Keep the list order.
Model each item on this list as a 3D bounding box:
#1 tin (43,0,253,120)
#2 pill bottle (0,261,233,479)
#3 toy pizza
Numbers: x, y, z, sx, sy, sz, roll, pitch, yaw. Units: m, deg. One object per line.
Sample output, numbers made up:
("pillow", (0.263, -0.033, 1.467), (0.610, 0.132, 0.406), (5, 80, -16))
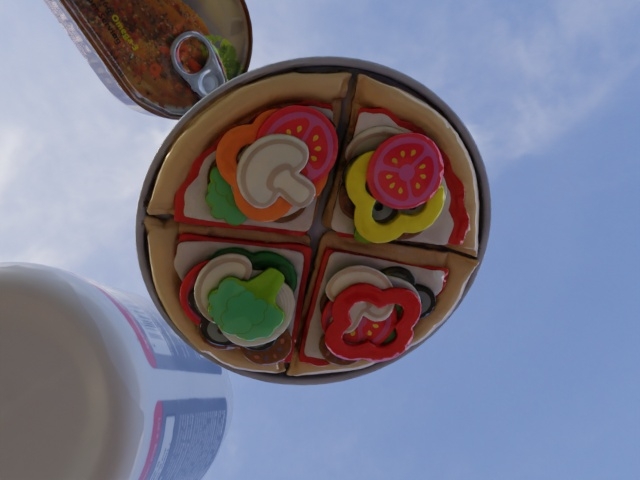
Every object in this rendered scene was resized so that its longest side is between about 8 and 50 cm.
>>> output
("tin", (-0.115, -0.161, 0.538), (0.106, 0.040, 0.189), (-43, -61, -20))
("pill bottle", (-0.195, 0.144, 0.753), (0.210, 0.363, 0.210), (-1, -100, 7))
("toy pizza", (0.000, 0.000, 0.484), (0.201, 0.032, 0.201), (-4, -64, -8))
